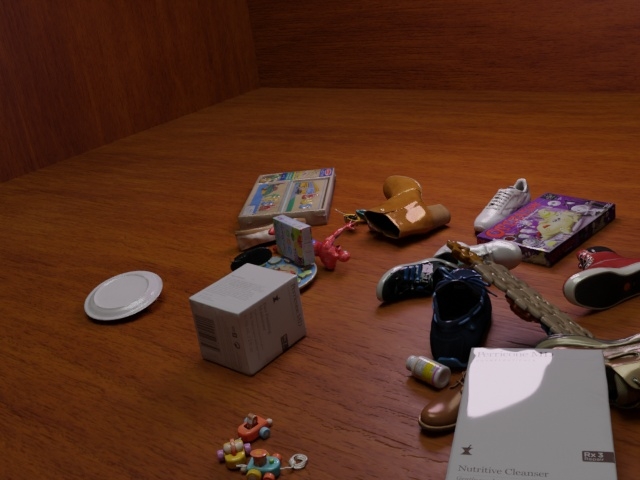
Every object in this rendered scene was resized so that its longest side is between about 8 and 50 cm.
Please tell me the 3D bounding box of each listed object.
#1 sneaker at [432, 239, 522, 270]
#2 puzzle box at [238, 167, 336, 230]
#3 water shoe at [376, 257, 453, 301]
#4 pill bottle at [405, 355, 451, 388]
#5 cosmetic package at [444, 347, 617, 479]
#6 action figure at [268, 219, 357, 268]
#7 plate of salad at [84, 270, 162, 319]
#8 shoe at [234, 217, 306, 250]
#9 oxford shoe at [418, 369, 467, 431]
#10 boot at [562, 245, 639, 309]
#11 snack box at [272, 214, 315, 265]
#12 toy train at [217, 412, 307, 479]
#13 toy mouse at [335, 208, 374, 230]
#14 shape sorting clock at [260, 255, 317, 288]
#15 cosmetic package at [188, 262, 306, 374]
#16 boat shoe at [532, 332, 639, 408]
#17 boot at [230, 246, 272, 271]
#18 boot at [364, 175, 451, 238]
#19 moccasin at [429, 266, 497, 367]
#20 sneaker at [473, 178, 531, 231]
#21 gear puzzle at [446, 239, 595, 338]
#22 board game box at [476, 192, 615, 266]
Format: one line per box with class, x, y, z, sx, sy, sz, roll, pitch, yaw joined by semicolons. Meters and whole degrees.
sneaker;0.368;0.044;1.719;0.212;0.080;0.094;-1;10;41
puzzle box;-0.096;-0.139;2.344;0.272;0.052;0.409;-5;23;7
water shoe;0.221;0.092;1.671;0.203;0.072;0.080;-22;29;-29
pill bottle;0.200;0.244;1.359;0.043;0.043;0.083;-24;28;-34
cosmetic package;0.301;0.313;1.020;0.217;0.156;0.385;-3;24;17
action figure;0.000;0.000;1.932;0.139;0.091;0.280;-34;33;-29
plate of salad;-0.492;0.143;1.822;0.200;0.048;0.199;-9;33;6
shoe;-0.141;-0.021;2.091;0.219;0.058;0.077;-14;3;-22
oxford shoe;0.251;0.261;1.264;0.212;0.076;0.076;-25;30;-30
boot;0.588;0.073;1.585;0.244;0.088;0.176;-10;21;-25
snack box;-0.069;-0.001;1.856;0.037;0.100;0.141;-17;23;-28
toy train;-0.105;0.343;1.224;0.125;0.046;0.166;-24;27;-32
toy mouse;0.141;-0.057;2.092;0.143;0.031;0.161;-7;25;-30
shape sorting clock;-0.110;0.087;1.833;0.206;0.040;0.206;-7;23;3
cosmetic package;-0.150;0.161;1.531;0.152;0.151;0.184;12;31;38
boat shoe;0.516;0.231;1.213;0.324;0.122;0.120;-7;27;24
boot;-0.179;0.046;1.882;0.121;0.045;0.099;-25;6;6
boot;0.205;-0.099;2.056;0.211;0.104;0.295;-12;32;-31
moccasin;0.298;0.130;1.498;0.138;0.116;0.342;-3;23;12
sneaker;0.495;-0.092;1.986;0.090;0.094;0.235;16;34;41
gear puzzle;0.372;0.105;1.423;0.339;0.044;0.175;41;19;26
board game box;0.592;-0.036;1.886;0.347;0.056;0.208;-28;26;-38
